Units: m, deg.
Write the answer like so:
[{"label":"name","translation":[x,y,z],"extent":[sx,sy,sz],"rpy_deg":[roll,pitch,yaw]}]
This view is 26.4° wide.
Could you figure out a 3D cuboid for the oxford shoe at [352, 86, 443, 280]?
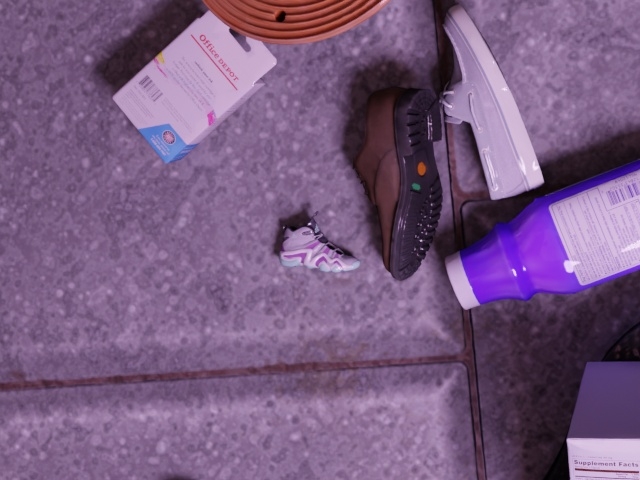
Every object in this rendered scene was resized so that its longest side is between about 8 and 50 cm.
[{"label":"oxford shoe","translation":[0.086,-0.067,1.579],"extent":[0.096,0.083,0.227],"rpy_deg":[11,106,37]}]

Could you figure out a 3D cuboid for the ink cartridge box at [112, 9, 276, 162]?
[{"label":"ink cartridge box","translation":[-0.141,-0.189,1.603],"extent":[0.181,0.061,0.104],"rpy_deg":[-40,88,13]}]

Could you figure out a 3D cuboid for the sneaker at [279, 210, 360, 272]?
[{"label":"sneaker","translation":[0.000,0.000,1.613],"extent":[0.098,0.038,0.069],"rpy_deg":[6,99,10]}]

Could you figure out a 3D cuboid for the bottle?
[{"label":"bottle","translation":[0.282,-0.001,1.532],"extent":[0.283,0.092,0.118],"rpy_deg":[-22,92,13]}]

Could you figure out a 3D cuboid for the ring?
[{"label":"ring","translation":[-0.011,-0.379,1.515],"extent":[0.337,0.032,0.336],"rpy_deg":[-5,79,26]}]

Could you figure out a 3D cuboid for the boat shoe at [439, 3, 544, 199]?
[{"label":"boat shoe","translation":[0.177,-0.152,1.539],"extent":[0.081,0.079,0.227],"rpy_deg":[-23,96,8]}]

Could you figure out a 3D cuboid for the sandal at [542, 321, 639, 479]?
[{"label":"sandal","translation":[0.349,0.233,1.557],"extent":[0.167,0.107,0.445],"rpy_deg":[33,114,4]}]

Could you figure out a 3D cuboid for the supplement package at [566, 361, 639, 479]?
[{"label":"supplement package","translation":[0.341,0.254,1.399],"extent":[0.149,0.194,0.203],"rpy_deg":[-1,107,18]}]
